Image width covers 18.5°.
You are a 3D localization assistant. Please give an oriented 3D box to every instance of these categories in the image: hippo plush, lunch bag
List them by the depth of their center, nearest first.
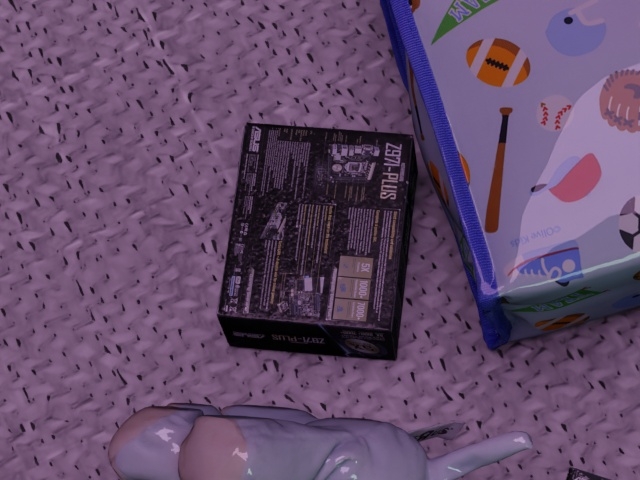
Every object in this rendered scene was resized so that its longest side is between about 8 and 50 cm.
[{"bbox_3d":[-0.027,0.251,1.513,0.294,0.234,0.236,5,88,-25],"label":"hippo plush"},{"bbox_3d":[0.231,-0.144,1.612,0.328,0.239,0.385,-17,74,0],"label":"lunch bag"}]

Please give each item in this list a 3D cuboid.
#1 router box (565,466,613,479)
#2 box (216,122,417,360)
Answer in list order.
[{"bbox_3d":[0.240,0.243,1.552,0.122,0.038,0.092,17,69,12],"label":"router box"},{"bbox_3d":[0.000,0.000,1.655,0.147,0.077,0.180,4,68,7],"label":"box"}]
